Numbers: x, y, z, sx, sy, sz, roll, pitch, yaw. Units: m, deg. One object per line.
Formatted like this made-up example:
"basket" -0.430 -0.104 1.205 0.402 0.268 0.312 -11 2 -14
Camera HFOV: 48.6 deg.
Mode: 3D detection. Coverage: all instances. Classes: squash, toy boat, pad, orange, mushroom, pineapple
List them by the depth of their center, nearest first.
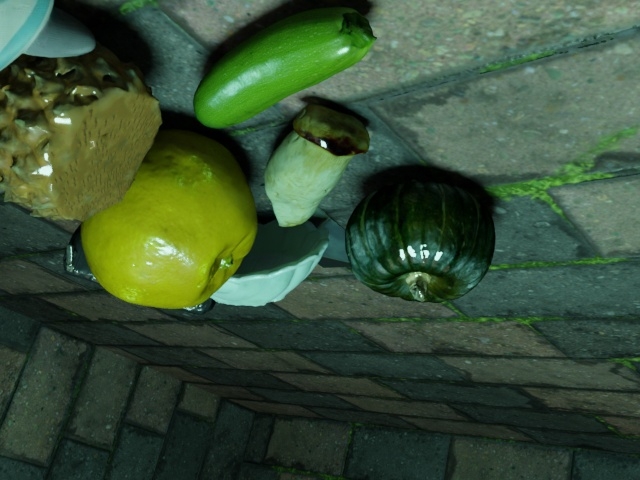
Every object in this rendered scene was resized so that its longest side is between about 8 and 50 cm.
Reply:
"squash" -0.056 -0.197 0.805 0.082 0.082 0.292 30 151 -33
"pineapple" -0.385 -0.188 0.880 0.357 0.223 0.223 34 163 18
"mushroom" -0.028 -0.094 1.031 0.107 0.087 0.333 19 160 -12
"squash" 0.143 0.003 1.032 0.218 0.172 0.218 5 175 0
"orange" -0.218 -0.027 1.056 0.235 0.279 0.279 27 158 5
"toy boat" -0.121 0.043 1.222 0.290 0.199 0.100 -2 117 15
"pad" 0.000 0.000 1.337 0.164 0.004 0.243 -4 151 38

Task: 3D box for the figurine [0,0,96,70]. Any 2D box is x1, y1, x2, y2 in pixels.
"figurine" -0.380 -0.299 0.640 0.266 0.361 0.378 12 -169 15

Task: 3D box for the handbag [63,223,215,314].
"handbag" -0.326 0.022 1.369 0.302 0.177 0.275 20 172 -8
